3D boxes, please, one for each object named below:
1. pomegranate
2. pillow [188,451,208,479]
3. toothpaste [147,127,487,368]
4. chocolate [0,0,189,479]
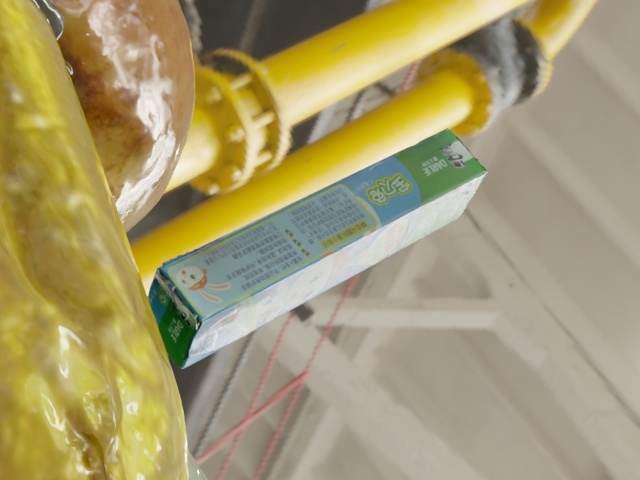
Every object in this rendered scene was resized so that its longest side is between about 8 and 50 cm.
[{"bbox_3d":[-0.310,-0.134,1.245,0.410,0.410,0.410,22,-54,33],"label":"pomegranate"},{"bbox_3d":[-0.222,0.126,0.968,0.322,0.119,0.255,14,-29,30],"label":"pillow"},{"bbox_3d":[0.000,0.000,0.976,0.050,0.267,0.065,49,-37,20],"label":"toothpaste"},{"bbox_3d":[-0.142,0.046,0.693,0.445,0.162,0.162,62,-36,35],"label":"chocolate"}]
